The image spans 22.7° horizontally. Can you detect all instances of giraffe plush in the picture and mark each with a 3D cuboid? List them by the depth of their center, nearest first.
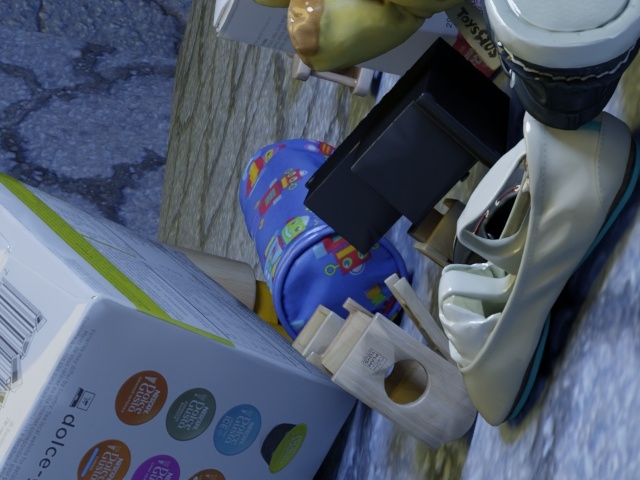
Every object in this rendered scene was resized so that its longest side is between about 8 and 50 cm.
[{"bbox_3d":[0.027,-0.209,1.021,0.181,0.210,0.170,-53,-29,-4],"label":"giraffe plush"}]

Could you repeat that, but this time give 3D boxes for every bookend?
[{"bbox_3d":[0.054,-0.048,1.121,0.156,0.072,0.157,-47,8,20],"label":"bookend"}]

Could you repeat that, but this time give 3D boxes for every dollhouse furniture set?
[{"bbox_3d":[0.078,0.054,1.192,0.161,0.101,0.182,-55,11,-2],"label":"dollhouse furniture set"}]

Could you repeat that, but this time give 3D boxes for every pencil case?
[{"bbox_3d":[0.000,0.000,1.471,0.119,0.133,0.306,-41,20,7],"label":"pencil case"}]

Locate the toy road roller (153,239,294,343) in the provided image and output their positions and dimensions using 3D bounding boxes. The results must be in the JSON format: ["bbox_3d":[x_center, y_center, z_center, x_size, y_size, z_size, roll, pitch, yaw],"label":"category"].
[{"bbox_3d":[-0.125,0.126,1.811,0.240,0.202,0.329,-48,36,47],"label":"toy road roller"}]

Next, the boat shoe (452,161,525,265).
[{"bbox_3d":[0.120,-0.003,1.045,0.133,0.049,0.042,118,168,-45],"label":"boat shoe"}]

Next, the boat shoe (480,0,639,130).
[{"bbox_3d":[0.148,-0.209,0.934,0.113,0.127,0.340,76,-168,-55],"label":"boat shoe"}]

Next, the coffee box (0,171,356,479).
[{"bbox_3d":[-0.241,0.170,1.493,0.338,0.334,0.337,35,97,46],"label":"coffee box"}]

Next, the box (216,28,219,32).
[{"bbox_3d":[-0.041,-0.385,1.975,0.163,0.142,0.247,123,156,-62],"label":"box"}]

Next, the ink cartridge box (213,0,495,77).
[{"bbox_3d":[0.039,-0.219,1.213,0.092,0.218,0.158,129,149,-69],"label":"ink cartridge box"}]

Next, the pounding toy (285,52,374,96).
[{"bbox_3d":[-0.003,-0.247,1.618,0.269,0.155,0.154,117,165,-56],"label":"pounding toy"}]

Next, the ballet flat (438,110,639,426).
[{"bbox_3d":[0.115,0.016,0.974,0.086,0.086,0.248,-92,17,-49],"label":"ballet flat"}]
